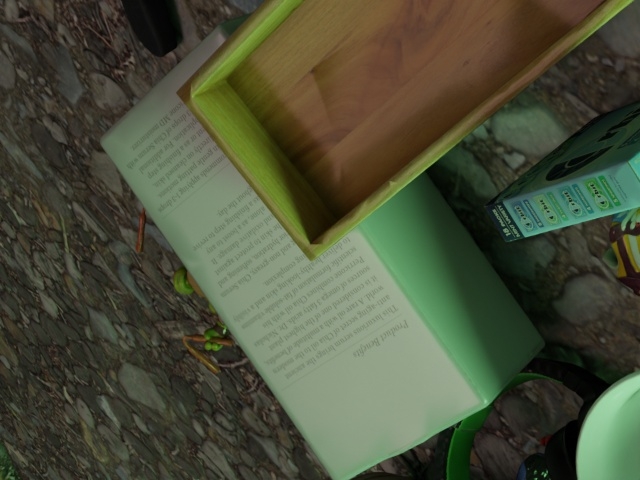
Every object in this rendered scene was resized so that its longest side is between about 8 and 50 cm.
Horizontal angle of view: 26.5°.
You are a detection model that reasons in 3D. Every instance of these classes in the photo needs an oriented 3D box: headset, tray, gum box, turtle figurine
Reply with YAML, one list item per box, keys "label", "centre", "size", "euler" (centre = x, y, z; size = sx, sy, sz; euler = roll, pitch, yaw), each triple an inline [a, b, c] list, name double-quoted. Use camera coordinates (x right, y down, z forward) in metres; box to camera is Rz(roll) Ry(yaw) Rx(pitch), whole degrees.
- label: "headset"
  centre: [0.288, 0.288, 1.414]
  size: [0.394, 0.185, 0.243]
  euler: [43, 112, 43]
- label: "tray"
  centre: [0.070, -0.173, 1.164]
  size: [0.203, 0.076, 0.411]
  euler: [52, 127, 1]
- label: "gum box"
  centre: [0.243, -0.069, 1.099]
  size: [0.041, 0.157, 0.184]
  euler: [56, 152, -7]
- label: "turtle figurine"
  centre: [-0.136, 0.063, 1.886]
  size: [0.217, 0.087, 0.269]
  euler: [-2, 113, 48]

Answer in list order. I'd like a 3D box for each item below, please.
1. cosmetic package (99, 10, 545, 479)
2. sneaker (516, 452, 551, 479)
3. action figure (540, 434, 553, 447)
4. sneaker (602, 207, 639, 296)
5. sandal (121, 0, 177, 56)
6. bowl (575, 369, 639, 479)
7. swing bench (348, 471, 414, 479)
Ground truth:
- label: "cosmetic package"
  centre: [0.000, 0.000, 1.433]
  size: [0.230, 0.161, 0.453]
  euler: [-35, 88, 38]
- label: "sneaker"
  centre: [0.256, 0.317, 1.594]
  size: [0.087, 0.083, 0.221]
  euler: [46, 161, 42]
- label: "action figure"
  centre: [0.287, 0.240, 1.529]
  size: [0.115, 0.030, 0.038]
  euler: [15, 130, 55]
- label: "sneaker"
  centre: [0.294, -0.013, 1.182]
  size: [0.084, 0.069, 0.185]
  euler: [36, 147, 19]
- label: "sandal"
  centre: [-0.213, -0.326, 1.598]
  size: [0.097, 0.054, 0.254]
  euler: [44, 161, 28]
- label: "bowl"
  centre: [0.387, 0.204, 1.195]
  size: [0.298, 0.134, 0.297]
  euler: [20, 128, 28]
- label: "swing bench"
  centre: [0.168, 0.426, 1.785]
  size: [0.253, 0.165, 0.254]
  euler: [5, 122, 54]
